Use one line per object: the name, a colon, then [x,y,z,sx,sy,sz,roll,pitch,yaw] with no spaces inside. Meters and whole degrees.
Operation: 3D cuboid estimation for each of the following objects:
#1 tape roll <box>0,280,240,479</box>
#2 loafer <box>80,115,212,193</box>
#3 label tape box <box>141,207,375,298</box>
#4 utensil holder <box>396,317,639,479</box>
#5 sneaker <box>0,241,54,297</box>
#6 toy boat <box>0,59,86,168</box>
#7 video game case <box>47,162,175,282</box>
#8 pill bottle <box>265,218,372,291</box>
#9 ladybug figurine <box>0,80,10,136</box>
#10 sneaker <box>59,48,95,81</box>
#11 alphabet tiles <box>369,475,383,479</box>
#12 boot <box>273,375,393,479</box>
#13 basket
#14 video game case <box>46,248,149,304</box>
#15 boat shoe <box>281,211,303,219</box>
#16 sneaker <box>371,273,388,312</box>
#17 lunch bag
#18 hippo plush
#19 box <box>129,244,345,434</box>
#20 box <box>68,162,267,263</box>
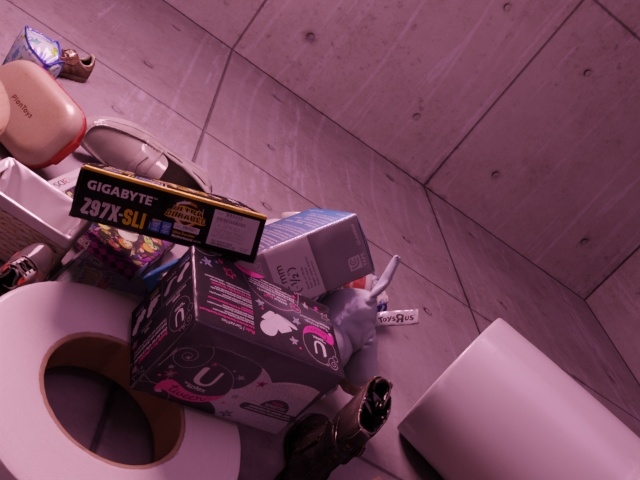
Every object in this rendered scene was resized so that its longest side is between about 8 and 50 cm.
tape roll: [-0.276,0.219,0.963,0.392,0.072,0.392,36,23,-18]
loafer: [-0.360,-0.162,1.586,0.319,0.112,0.111,24,17,-36]
label tape box: [-0.115,0.055,1.279,0.115,0.347,0.249,69,-14,-11]
utensil holder: [0.384,0.388,1.435,0.385,0.327,0.327,42,20,16]
sneaker: [-0.419,0.052,1.044,0.061,0.065,0.158,39,43,-10]
toy boat: [-0.538,-0.228,1.429,0.231,0.151,0.151,46,-9,16]
video game case: [-0.390,-0.035,1.371,0.232,0.042,0.210,39,22,-2]
pill bottle: [-0.061,0.060,1.544,0.318,0.176,0.176,24,26,-35]
ladybug figurine: [-0.646,-0.194,1.091,0.305,0.162,0.449,39,20,-3]
sneaker: [-0.608,-0.423,1.758,0.066,0.071,0.188,46,21,16]
alphabet tiles: [0.160,0.531,1.183,0.342,0.011,0.285,49,23,23]
boot: [0.034,0.291,1.152,0.091,0.229,0.263,38,21,-4]
basket: [-0.457,-0.030,1.161,0.167,0.103,0.113,36,21,-10]
video game case: [-0.342,0.108,1.185,0.183,0.023,0.201,37,20,-8]
boat shoe: [0.000,0.000,1.935,0.319,0.116,0.099,18,72,-58]
sneaker: [0.109,0.137,1.769,0.131,0.112,0.296,36,21,-10]
lunch bag: [-0.593,-0.345,1.543,0.096,0.129,0.151,24,25,-35]
hippo plush: [0.006,0.197,1.282,0.236,0.294,0.234,-40,113,-62]
box: [-0.117,0.148,1.044,0.247,0.163,0.142,28,31,-31]
box: [-0.234,-0.049,1.153,0.257,0.079,0.322,14,3,-13]
